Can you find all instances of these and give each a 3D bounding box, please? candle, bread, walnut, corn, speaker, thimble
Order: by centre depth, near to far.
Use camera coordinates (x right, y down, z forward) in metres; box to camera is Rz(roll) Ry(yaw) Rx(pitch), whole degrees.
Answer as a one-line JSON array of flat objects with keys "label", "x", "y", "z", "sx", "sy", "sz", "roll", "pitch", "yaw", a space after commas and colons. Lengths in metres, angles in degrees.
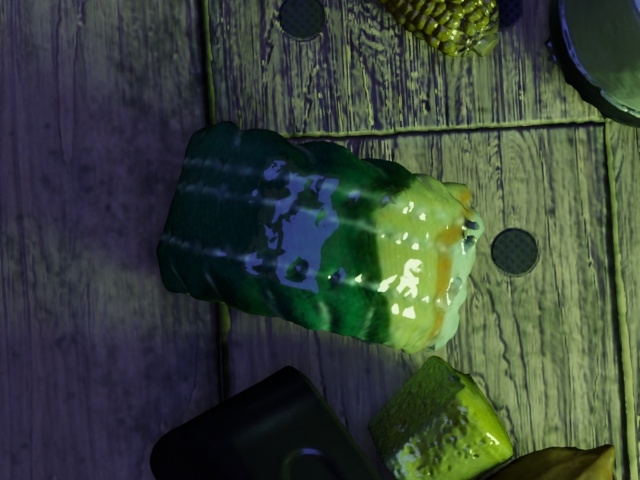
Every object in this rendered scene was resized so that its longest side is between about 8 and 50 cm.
[{"label": "speaker", "x": 0.018, "y": 0.265, "z": 1.410, "sx": 0.180, "sy": 0.184, "sz": 0.388, "roll": -27, "pitch": 61, "yaw": -23}, {"label": "candle", "x": 0.344, "y": -0.227, "z": 1.451, "sx": 0.221, "sy": 0.342, "sz": 0.221, "roll": 0, "pitch": 86, "yaw": -6}, {"label": "thimble", "x": 0.000, "y": 0.000, "z": 1.470, "sx": 0.288, "sy": 0.254, "sz": 0.167, "roll": 14, "pitch": 88, "yaw": -3}, {"label": "walnut", "x": 0.192, "y": 0.282, "z": 1.520, "sx": 0.245, "sy": 0.137, "sz": 0.137, "roll": -38, "pitch": 89, "yaw": 5}, {"label": "bread", "x": 0.119, "y": 0.188, "z": 1.533, "sx": 0.114, "sy": 0.129, "sz": 0.111, "roll": -39, "pitch": 107, "yaw": 6}, {"label": "corn", "x": 0.050, "y": -0.295, "z": 1.567, "sx": 0.320, "sy": 0.097, "sz": 0.097, "roll": 41, "pitch": 87, "yaw": 3}]
